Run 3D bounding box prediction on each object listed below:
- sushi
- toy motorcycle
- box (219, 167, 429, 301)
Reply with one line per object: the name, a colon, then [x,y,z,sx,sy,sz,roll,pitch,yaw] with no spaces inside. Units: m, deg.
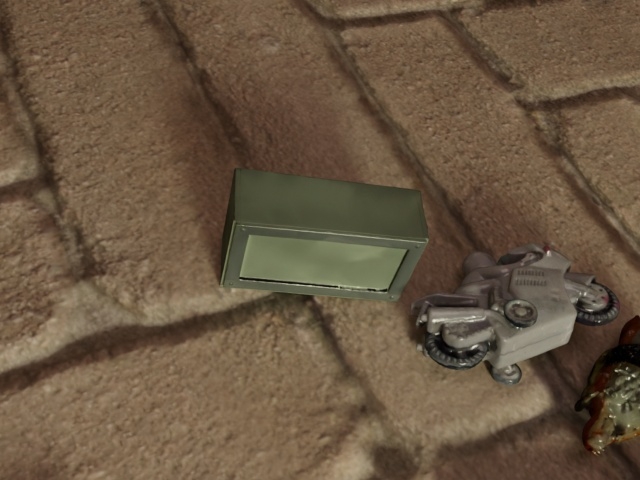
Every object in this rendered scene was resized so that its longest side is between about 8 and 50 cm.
sushi: [0.377,0.173,0.942,0.097,0.103,0.226,47,55,1]
toy motorcycle: [0.228,0.075,0.984,0.260,0.110,0.171,-15,41,-17]
box: [0.000,0.000,0.954,0.225,0.129,0.086,5,50,-11]
